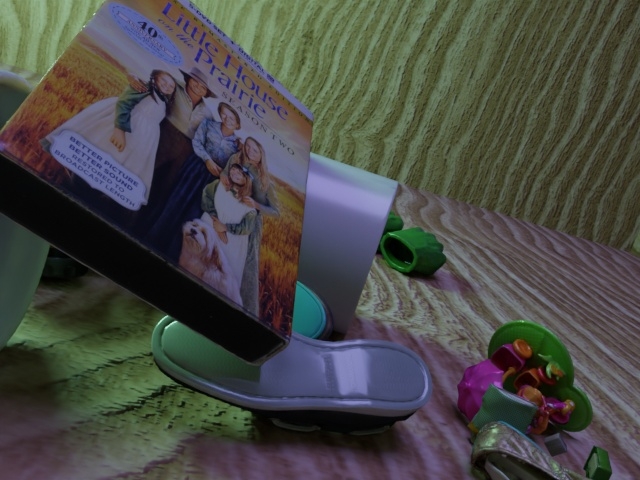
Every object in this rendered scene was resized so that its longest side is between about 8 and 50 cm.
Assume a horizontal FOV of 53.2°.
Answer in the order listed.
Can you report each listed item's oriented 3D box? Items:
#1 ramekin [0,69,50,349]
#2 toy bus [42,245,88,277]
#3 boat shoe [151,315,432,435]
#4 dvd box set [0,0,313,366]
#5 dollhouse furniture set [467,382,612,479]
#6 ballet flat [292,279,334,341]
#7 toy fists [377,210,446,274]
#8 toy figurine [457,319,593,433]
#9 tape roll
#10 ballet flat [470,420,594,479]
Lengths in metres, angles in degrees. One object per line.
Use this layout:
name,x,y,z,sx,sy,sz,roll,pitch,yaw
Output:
ramekin,-0.357,-0.024,0.574,0.135,0.277,0.277,10,15,-3
toy bus,-0.373,-0.038,0.899,0.211,0.149,0.220,7,6,28
boat shoe,-0.033,0.151,0.678,0.302,0.091,0.114,17,46,-13
dvd box set,-0.142,-0.109,0.694,0.307,0.062,0.420,38,33,-25
dollhouse furniture set,0.244,0.233,0.724,0.151,0.076,0.058,23,14,17
ballet flat,-0.092,0.081,0.836,0.280,0.095,0.096,21,-23,30
toy fists,0.167,-0.004,1.498,0.142,0.096,0.279,-11,32,-44
toy figurine,0.253,0.206,0.839,0.159,0.130,0.173,-16,59,-43
tape roll,0.000,0.000,0.963,0.169,0.246,0.246,18,14,4
ballet flat,0.244,0.267,0.656,0.206,0.073,0.067,26,43,37
